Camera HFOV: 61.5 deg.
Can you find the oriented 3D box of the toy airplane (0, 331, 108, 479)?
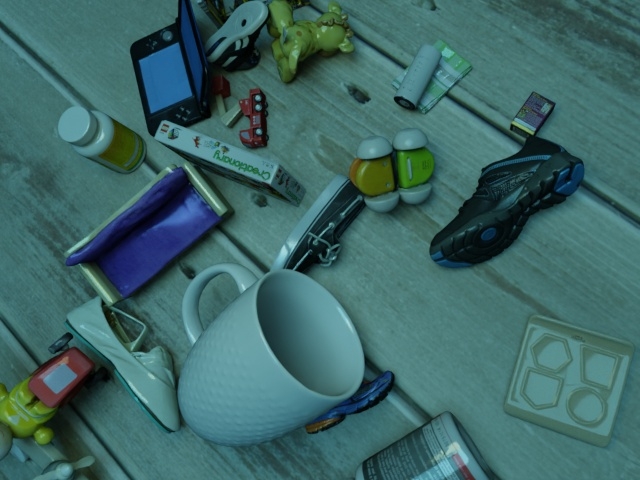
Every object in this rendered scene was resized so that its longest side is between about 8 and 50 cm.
[{"bbox_3d":[-0.692,0.404,1.201,0.386,0.272,0.384,6,106,5],"label":"toy airplane"}]

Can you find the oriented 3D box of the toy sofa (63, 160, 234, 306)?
[{"bbox_3d":[-0.390,-0.013,1.241,0.362,0.177,0.150,-38,91,6],"label":"toy sofa"}]

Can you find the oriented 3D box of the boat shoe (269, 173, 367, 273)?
[{"bbox_3d":[0.000,0.001,1.182,0.105,0.113,0.306,33,75,13],"label":"boat shoe"}]

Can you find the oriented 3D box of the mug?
[{"bbox_3d":[-0.149,0.219,1.085,0.328,0.276,0.374,-40,75,28],"label":"mug"}]

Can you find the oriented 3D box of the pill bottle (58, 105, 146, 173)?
[{"bbox_3d":[-0.535,-0.248,1.323,0.118,0.208,0.117,-3,79,15],"label":"pill bottle"}]

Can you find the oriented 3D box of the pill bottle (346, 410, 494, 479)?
[{"bbox_3d":[0.169,0.465,1.022,0.283,0.161,0.161,-34,73,7],"label":"pill bottle"}]

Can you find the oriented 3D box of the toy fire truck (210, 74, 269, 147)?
[{"bbox_3d":[-0.199,-0.317,1.327,0.135,0.047,0.192,-5,80,15],"label":"toy fire truck"}]

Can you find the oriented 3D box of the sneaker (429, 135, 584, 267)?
[{"bbox_3d":[0.361,-0.074,1.108,0.341,0.125,0.139,-37,46,9],"label":"sneaker"}]

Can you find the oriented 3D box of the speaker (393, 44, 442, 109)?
[{"bbox_3d":[0.216,-0.362,1.192,0.055,0.055,0.136,26,85,18],"label":"speaker"}]

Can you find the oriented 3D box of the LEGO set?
[{"bbox_3d":[-0.179,-0.663,1.307,0.331,0.192,0.254,-7,78,14],"label":"LEGO set"}]

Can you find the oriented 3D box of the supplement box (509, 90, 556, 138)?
[{"bbox_3d":[0.447,-0.262,1.137,0.055,0.043,0.083,37,92,19],"label":"supplement box"}]

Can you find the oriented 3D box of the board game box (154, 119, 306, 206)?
[{"bbox_3d":[-0.200,-0.172,1.224,0.305,0.193,0.053,23,86,19],"label":"board game box"}]

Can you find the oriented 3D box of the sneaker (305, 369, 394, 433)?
[{"bbox_3d":[0.053,0.323,1.125,0.221,0.083,0.087,-29,69,7],"label":"sneaker"}]

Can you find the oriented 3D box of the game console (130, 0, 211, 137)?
[{"bbox_3d":[-0.381,-0.447,1.336,0.250,0.173,0.293,-20,75,11],"label":"game console"}]

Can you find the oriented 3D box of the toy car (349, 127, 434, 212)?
[{"bbox_3d":[0.149,-0.155,1.157,0.182,0.136,0.159,-15,111,-12],"label":"toy car"}]

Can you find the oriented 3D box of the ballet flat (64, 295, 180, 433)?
[{"bbox_3d":[-0.435,0.267,1.255,0.400,0.139,0.139,39,92,19],"label":"ballet flat"}]

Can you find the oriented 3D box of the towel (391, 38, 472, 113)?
[{"bbox_3d":[0.251,-0.376,1.224,0.152,0.023,0.113,-43,73,4],"label":"towel"}]

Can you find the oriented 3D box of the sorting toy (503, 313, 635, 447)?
[{"bbox_3d":[0.476,0.267,1.041,0.193,0.038,0.208,16,89,18],"label":"sorting toy"}]

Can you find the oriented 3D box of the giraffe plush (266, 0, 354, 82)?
[{"bbox_3d":[-0.019,-0.477,1.253,0.171,0.210,0.181,-16,108,-11],"label":"giraffe plush"}]

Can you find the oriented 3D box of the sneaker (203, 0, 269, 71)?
[{"bbox_3d":[-0.173,-0.487,1.301,0.217,0.121,0.079,-21,70,37],"label":"sneaker"}]
